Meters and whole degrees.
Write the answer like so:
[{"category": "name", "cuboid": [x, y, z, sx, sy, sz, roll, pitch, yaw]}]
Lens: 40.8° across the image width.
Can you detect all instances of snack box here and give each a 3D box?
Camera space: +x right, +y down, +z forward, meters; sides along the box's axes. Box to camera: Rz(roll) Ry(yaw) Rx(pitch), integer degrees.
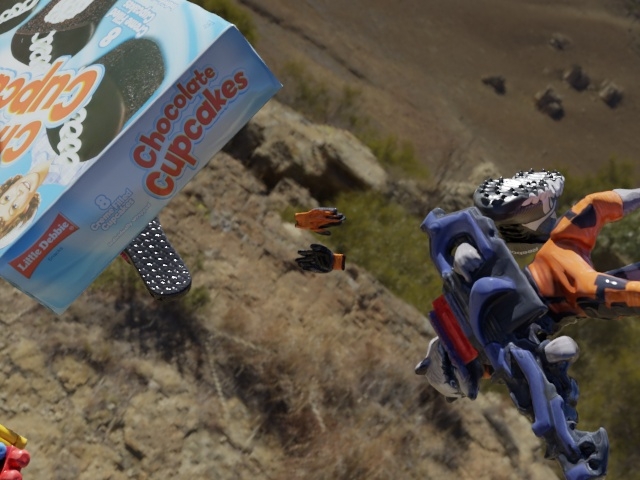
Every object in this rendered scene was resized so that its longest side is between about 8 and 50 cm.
[{"category": "snack box", "cuboid": [-0.180, -0.102, 0.591, 0.322, 0.187, 0.060, 38, -7, 48]}]

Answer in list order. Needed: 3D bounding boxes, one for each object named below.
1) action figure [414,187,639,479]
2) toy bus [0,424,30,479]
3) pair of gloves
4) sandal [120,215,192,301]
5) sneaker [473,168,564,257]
[{"category": "action figure", "cuboid": [0.259, 0.097, 0.888, 0.178, 0.330, 0.341, 38, 30, -53]}, {"category": "toy bus", "cuboid": [-0.521, 0.354, 1.236, 0.149, 0.211, 0.220, 49, 46, -42]}, {"category": "pair of gloves", "cuboid": [0.000, 0.000, 1.080, 0.010, 0.074, 0.083, 2, 87, -58]}, {"category": "sandal", "cuboid": [-0.199, 0.002, 0.955, 0.067, 0.040, 0.179, -21, 60, -23]}, {"category": "sneaker", "cuboid": [0.246, -0.026, 1.048, 0.078, 0.106, 0.234, 6, 12, 27]}]
